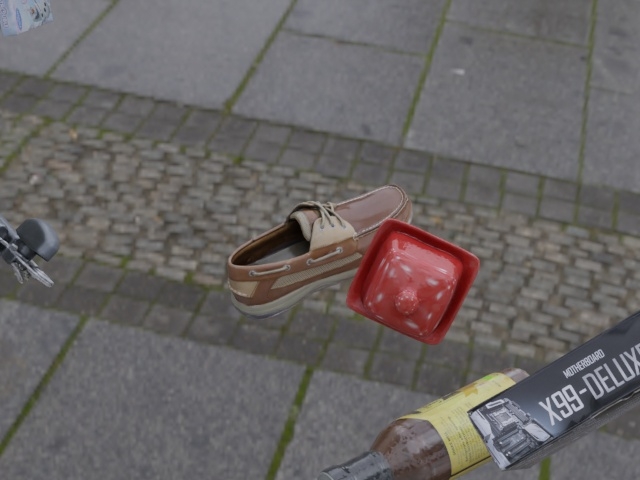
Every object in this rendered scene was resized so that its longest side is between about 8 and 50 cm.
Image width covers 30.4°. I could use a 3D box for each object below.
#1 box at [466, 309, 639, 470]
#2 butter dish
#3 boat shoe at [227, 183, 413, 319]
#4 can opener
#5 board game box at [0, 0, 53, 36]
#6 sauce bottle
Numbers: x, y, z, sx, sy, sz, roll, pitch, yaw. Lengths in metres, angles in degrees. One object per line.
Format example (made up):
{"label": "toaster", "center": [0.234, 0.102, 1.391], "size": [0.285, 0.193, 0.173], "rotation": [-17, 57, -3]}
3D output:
{"label": "box", "center": [0.330, 0.150, 1.314], "size": [0.307, 0.242, 0.076], "rotation": [-33, 73, 10]}
{"label": "butter dish", "center": [0.128, 0.073, 1.689], "size": [0.160, 0.160, 0.118], "rotation": [25, 18, 1]}
{"label": "boat shoe", "center": [0.000, 0.000, 1.813], "size": [0.324, 0.116, 0.123], "rotation": [-32, 43, -14]}
{"label": "can opener", "center": [-0.478, -0.015, 1.800], "size": [0.280, 0.074, 0.093], "rotation": [33, 79, 41]}
{"label": "board game box", "center": [-0.313, -0.265, 1.225], "size": [0.020, 0.090, 0.090], "rotation": [-4, 18, 13]}
{"label": "sauce bottle", "center": [0.155, 0.279, 1.610], "size": [0.344, 0.111, 0.111], "rotation": [-19, 42, -29]}
